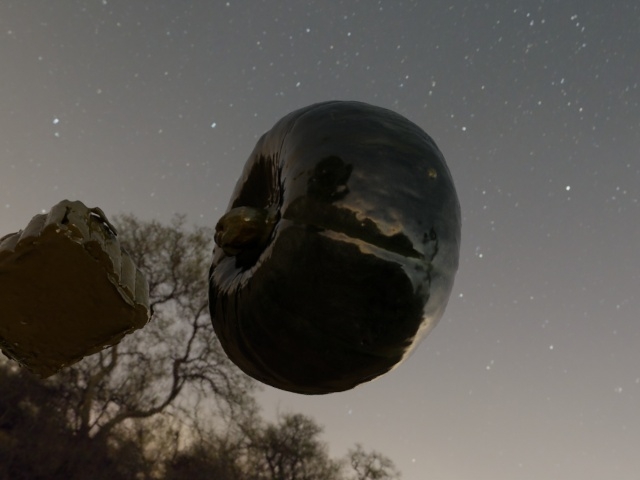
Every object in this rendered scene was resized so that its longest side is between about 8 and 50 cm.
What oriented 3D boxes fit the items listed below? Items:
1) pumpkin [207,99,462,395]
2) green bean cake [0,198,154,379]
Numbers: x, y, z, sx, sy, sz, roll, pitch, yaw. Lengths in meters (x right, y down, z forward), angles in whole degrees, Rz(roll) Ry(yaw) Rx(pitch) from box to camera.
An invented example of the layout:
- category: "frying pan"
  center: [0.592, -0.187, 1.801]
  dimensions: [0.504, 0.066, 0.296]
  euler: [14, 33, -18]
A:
- category: "pumpkin"
  center: [0.000, 0.000, 0.580]
  dimensions: [0.207, 0.300, 0.300]
  euler: [22, -24, -23]
- category: "green bean cake"
  center: [-0.397, 0.074, 0.882]
  dimensions: [0.230, 0.224, 0.131]
  euler: [62, -1, -33]
